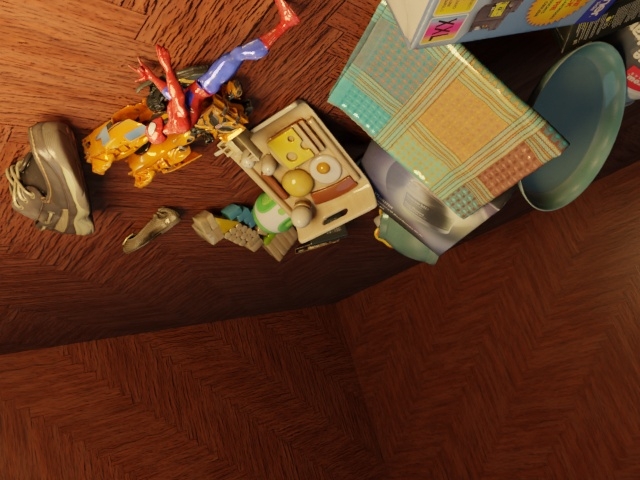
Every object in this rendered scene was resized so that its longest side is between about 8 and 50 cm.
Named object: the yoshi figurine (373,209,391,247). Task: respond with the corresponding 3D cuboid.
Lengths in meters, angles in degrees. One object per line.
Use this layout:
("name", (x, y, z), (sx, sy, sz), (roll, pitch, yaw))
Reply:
("yoshi figurine", (0.351, -0.040, 1.857), (0.203, 0.203, 0.362), (-32, 163, 22))

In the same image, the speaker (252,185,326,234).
("speaker", (-0.054, -0.125, 1.244), (0.131, 0.131, 0.296), (-3, 158, -43))

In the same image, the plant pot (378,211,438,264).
("plant pot", (0.293, -0.078, 1.564), (0.196, 0.293, 0.293), (8, 165, 6))

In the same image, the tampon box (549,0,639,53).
("tampon box", (0.473, -0.423, 0.812), (0.161, 0.120, 0.101), (-21, 165, 11))

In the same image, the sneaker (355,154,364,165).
("sneaker", (0.191, -0.204, 1.296), (0.212, 0.094, 0.080), (-22, 165, 16))

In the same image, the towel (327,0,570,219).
("towel", (0.195, -0.215, 0.842), (0.040, 0.370, 0.271), (-48, 180, -31))

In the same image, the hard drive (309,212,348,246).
("hard drive", (0.016, -0.040, 1.655), (0.135, 0.094, 0.022), (-15, 159, -9))

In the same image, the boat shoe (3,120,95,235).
("boat shoe", (-0.497, -0.089, 0.882), (0.130, 0.132, 0.355), (-11, 162, -23))

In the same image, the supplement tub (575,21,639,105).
("supplement tub", (0.653, -0.403, 0.945), (0.191, 0.191, 0.272), (-11, 163, -22))

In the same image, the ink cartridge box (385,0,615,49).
("ink cartridge box", (0.306, -0.415, 0.620), (0.395, 0.151, 0.270), (-16, 164, -13))

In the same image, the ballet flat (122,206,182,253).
("ballet flat", (-0.457, -0.029, 1.279), (0.250, 0.058, 0.084), (-24, -161, 39))

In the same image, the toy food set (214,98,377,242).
("toy food set", (-0.048, -0.136, 1.053), (0.220, 0.092, 0.306), (-26, 127, 26))

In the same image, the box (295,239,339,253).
("box", (0.000, 0.000, 1.773), (0.164, 0.021, 0.201), (-17, -173, 11))

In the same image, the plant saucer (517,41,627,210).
("plant saucer", (0.473, -0.212, 0.926), (0.317, 0.317, 0.044), (-7, -154, -32))

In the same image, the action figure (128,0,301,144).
("action figure", (-0.176, -0.262, 0.689), (0.280, 0.139, 0.091), (-43, -162, 12))

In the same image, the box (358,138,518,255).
("box", (0.253, -0.156, 1.088), (0.183, 0.296, 0.294), (-49, 174, -23))

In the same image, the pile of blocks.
("pile of blocks", (-0.224, -0.049, 1.407), (0.112, 0.149, 0.362), (25, -175, 41))

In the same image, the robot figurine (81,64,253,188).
("robot figurine", (-0.258, -0.196, 0.857), (0.291, 0.085, 0.211), (-23, 164, 18))

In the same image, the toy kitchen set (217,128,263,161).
("toy kitchen set", (-0.163, -0.172, 0.948), (0.075, 0.083, 0.068), (-32, 115, 29))
